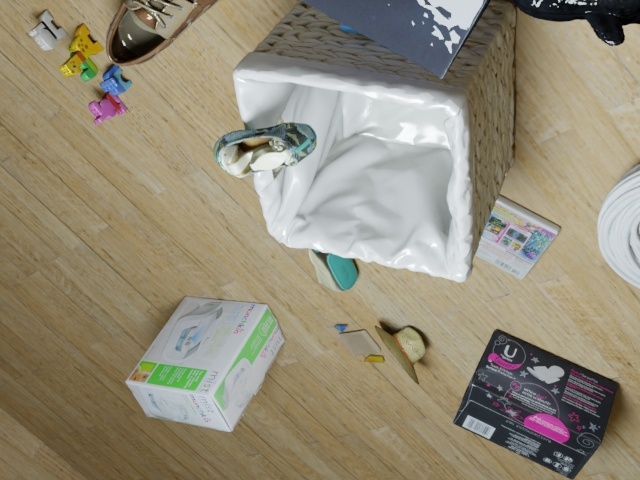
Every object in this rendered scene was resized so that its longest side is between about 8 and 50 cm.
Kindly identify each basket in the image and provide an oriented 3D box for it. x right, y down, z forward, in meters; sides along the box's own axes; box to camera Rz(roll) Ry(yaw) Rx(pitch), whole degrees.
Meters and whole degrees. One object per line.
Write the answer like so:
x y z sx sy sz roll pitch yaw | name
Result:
0.092 -0.164 1.384 0.331 0.266 0.328 12 138 22 | basket

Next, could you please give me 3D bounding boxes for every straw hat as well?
0.174 0.207 1.898 0.061 0.144 0.144 -37 112 7 | straw hat

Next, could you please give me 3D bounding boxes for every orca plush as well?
0.370 -0.273 1.182 0.287 0.102 0.151 12 166 -5 | orca plush

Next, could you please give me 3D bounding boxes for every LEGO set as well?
-0.425 -0.301 1.716 0.087 0.093 0.227 -14 124 42 | LEGO set

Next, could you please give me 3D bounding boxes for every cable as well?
0.535 -0.019 1.394 0.257 0.089 0.257 8 137 28 | cable

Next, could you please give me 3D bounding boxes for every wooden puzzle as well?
0.082 0.214 2.010 0.079 0.014 0.116 -9 127 34 | wooden puzzle

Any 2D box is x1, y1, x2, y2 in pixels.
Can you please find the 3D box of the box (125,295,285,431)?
-0.241 0.262 2.075 0.231 0.262 0.126 3 134 32 | box

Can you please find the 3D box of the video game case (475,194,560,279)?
0.299 -0.013 1.612 0.157 0.019 0.143 29 142 4 | video game case

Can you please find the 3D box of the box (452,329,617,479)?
0.397 0.305 1.797 0.247 0.142 0.163 25 143 10 | box

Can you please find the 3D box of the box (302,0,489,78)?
0.093 -0.389 1.112 0.294 0.296 0.182 29 141 3 | box

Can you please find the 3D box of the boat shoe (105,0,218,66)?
-0.240 -0.368 1.500 0.123 0.116 0.324 39 141 -10 | boat shoe

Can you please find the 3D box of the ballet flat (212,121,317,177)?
-0.090 -0.116 1.299 0.188 0.070 0.070 -13 124 42 | ballet flat

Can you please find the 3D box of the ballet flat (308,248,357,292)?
0.000 0.000 1.783 0.086 0.086 0.248 8 137 27 | ballet flat

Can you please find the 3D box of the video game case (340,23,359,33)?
0.106 -0.341 1.269 0.119 0.166 0.015 13 163 22 | video game case
